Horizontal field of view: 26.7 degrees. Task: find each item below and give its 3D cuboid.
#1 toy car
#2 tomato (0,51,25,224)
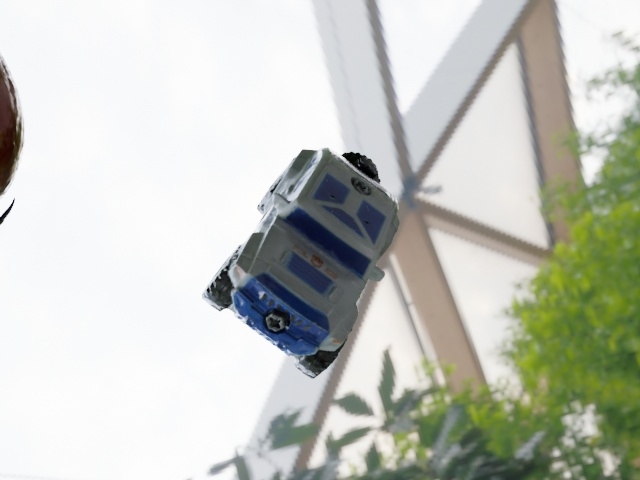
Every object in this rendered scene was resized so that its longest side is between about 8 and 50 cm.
[{"bbox_3d":[0.000,0.000,0.781,0.080,0.070,0.171,37,-146,-6],"label":"toy car"},{"bbox_3d":[-0.227,-0.065,0.656,0.167,0.167,0.167,33,-134,-42],"label":"tomato"}]
